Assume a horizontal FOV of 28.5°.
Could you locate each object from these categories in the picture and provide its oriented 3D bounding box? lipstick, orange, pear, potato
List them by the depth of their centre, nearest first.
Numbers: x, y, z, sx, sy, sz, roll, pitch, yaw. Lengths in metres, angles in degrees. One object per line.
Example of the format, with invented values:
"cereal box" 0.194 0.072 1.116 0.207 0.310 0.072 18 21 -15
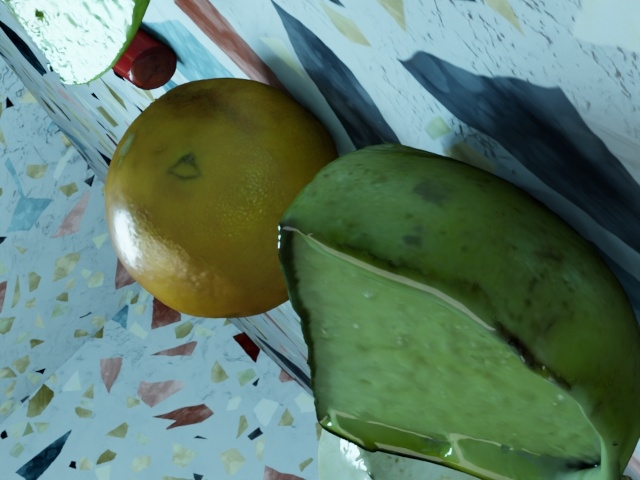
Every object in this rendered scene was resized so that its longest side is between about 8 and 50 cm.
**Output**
"potato" 0.142 0.050 1.001 0.280 0.212 0.330 22 151 22
"pear" -0.249 -0.315 1.249 0.239 0.139 0.288 -1 130 56
"orange" -0.100 -0.045 1.341 0.261 0.261 0.261 44 170 10
"lipstick" -0.294 -0.282 1.720 0.280 0.073 0.073 36 166 43

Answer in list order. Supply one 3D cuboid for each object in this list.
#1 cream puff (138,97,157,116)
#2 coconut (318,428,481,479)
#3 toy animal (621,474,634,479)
"cream puff" -0.179 -0.089 1.785 0.240 0.164 0.240 40 174 5
"coconut" 0.145 0.290 1.599 0.323 0.323 0.323 44 170 10
"toy animal" 0.385 0.328 1.375 0.255 0.114 0.116 57 -151 -31
